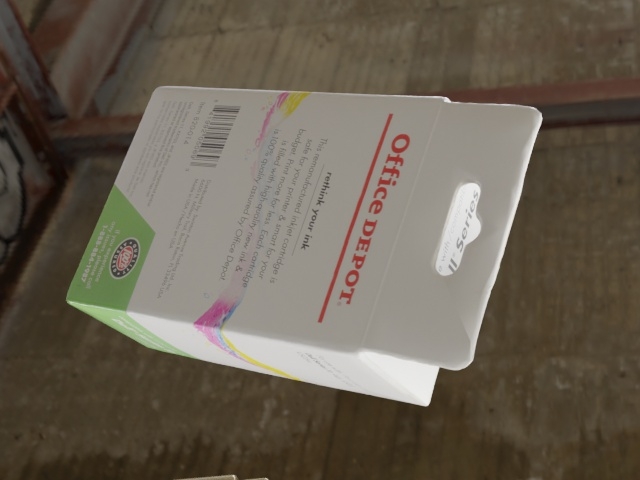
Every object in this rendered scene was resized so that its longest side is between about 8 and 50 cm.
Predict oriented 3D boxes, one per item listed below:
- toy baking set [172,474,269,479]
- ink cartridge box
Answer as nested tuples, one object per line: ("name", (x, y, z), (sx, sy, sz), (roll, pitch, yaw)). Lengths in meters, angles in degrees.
("toy baking set", (-0.167, 0.344, 1.293), (0.256, 0.030, 0.197), (-4, -154, 11))
("ink cartridge box", (0.000, 0.000, 0.850), (0.353, 0.119, 0.207), (8, -111, 34))
